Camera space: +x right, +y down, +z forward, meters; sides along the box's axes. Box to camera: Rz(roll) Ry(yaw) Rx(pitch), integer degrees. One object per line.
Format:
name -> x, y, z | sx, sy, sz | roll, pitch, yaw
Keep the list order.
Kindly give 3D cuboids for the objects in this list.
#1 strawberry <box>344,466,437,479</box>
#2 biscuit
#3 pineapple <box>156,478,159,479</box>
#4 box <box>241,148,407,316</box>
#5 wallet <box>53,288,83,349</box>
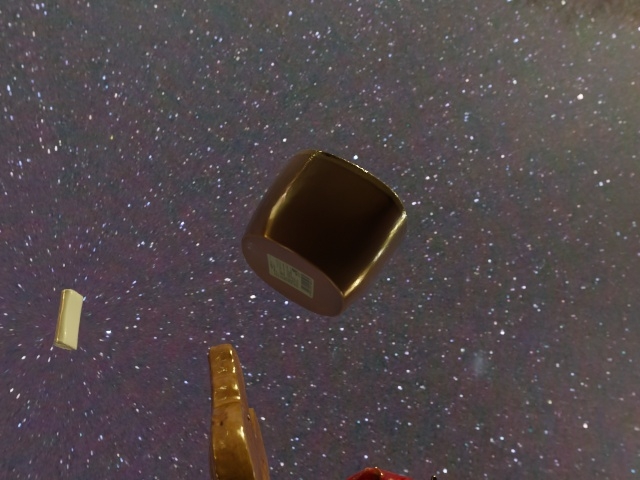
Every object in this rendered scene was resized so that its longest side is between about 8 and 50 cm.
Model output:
strawberry -> 0.042, 0.381, 0.455 | 0.150, 0.280, 0.253 | 20, -134, -6
biscuit -> -0.071, 0.225, 0.394 | 0.044, 0.295, 0.186 | -18, -74, -10
pineapple -> -0.351, 0.551, 0.931 | 0.045, 0.019, 0.083 | -40, -60, -11
box -> 0.000, 0.000, 0.856 | 0.301, 0.301, 0.216 | 43, -119, -17
wallet -> -0.540, 0.170, 0.915 | 0.025, 0.061, 0.122 | -11, -118, 3
